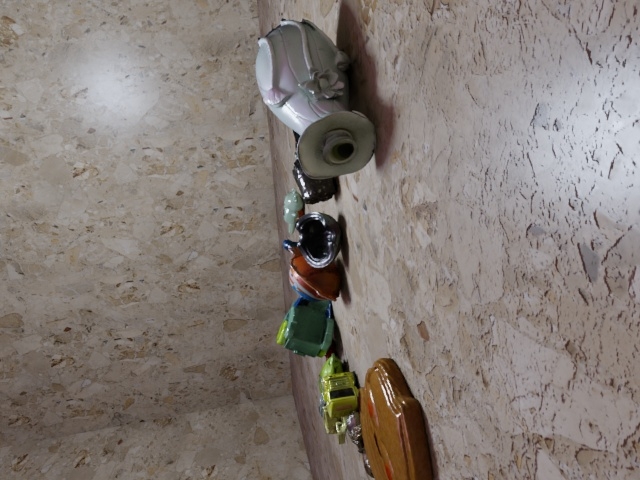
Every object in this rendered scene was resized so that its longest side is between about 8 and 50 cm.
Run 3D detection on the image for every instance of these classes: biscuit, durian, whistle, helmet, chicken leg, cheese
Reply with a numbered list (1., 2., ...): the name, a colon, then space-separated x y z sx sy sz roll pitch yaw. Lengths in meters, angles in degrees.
1. biscuit: 0.170 0.488 1.202 0.455 0.078 0.349 97 158 -55
2. durian: 0.042 0.514 1.814 0.250 0.101 0.139 81 180 -59
3. whistle: -0.128 -0.137 2.321 0.101 0.106 0.253 -60 -17 -51
4. helmet: 0.008 -0.010 1.580 0.153 0.107 0.176 -2 102 38
5. chicken leg: 0.136 0.633 1.523 0.085 0.069 0.197 -54 45 41
6. cheese: -0.034 0.099 1.695 0.129 0.217 0.329 -53 40 14

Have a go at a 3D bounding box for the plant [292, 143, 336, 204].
1. plant: -0.023 -0.220 1.576 0.132 0.129 0.194 124 135 -76

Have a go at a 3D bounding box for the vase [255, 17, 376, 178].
1. vase: -0.018 -0.346 1.202 0.250 0.250 0.445 94 161 -48

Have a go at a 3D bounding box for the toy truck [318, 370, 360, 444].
1. toy truck: 0.066 0.573 1.666 0.157 0.124 0.272 -107 13 -45

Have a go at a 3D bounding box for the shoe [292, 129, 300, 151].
1. shoe: -0.074 -0.432 1.891 0.194 0.074 0.077 90 173 -48

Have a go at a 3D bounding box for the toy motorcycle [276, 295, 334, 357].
1. toy motorcycle: -0.036 0.276 1.913 0.200 0.191 0.326 118 168 -45

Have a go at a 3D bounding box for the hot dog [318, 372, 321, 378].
1. hot dog: 0.027 0.634 2.208 0.133 0.041 0.056 -144 47 -66

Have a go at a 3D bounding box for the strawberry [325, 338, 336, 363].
1. strawberry: 0.042 0.446 1.953 0.104 0.048 0.152 84 -171 -51
